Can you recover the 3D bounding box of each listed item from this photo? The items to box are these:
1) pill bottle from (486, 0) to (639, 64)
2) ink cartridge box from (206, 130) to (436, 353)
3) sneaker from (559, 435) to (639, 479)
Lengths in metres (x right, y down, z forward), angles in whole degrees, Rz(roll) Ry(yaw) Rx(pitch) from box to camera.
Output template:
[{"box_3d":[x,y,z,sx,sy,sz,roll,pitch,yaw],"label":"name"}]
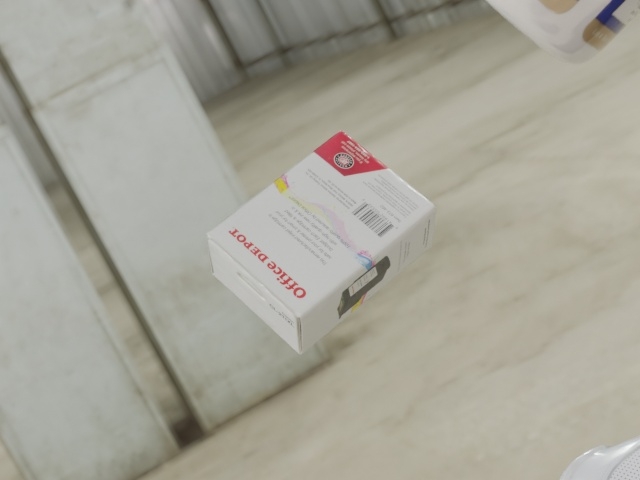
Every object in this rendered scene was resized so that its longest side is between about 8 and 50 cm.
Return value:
[{"box_3d":[0.178,-0.237,0.769,0.264,0.153,0.153,-46,6,16],"label":"pill bottle"},{"box_3d":[0.000,0.000,1.317,0.175,0.127,0.072,-38,-26,-22],"label":"ink cartridge box"},{"box_3d":[0.328,0.128,0.889,0.366,0.210,0.137,-6,56,4],"label":"sneaker"}]
